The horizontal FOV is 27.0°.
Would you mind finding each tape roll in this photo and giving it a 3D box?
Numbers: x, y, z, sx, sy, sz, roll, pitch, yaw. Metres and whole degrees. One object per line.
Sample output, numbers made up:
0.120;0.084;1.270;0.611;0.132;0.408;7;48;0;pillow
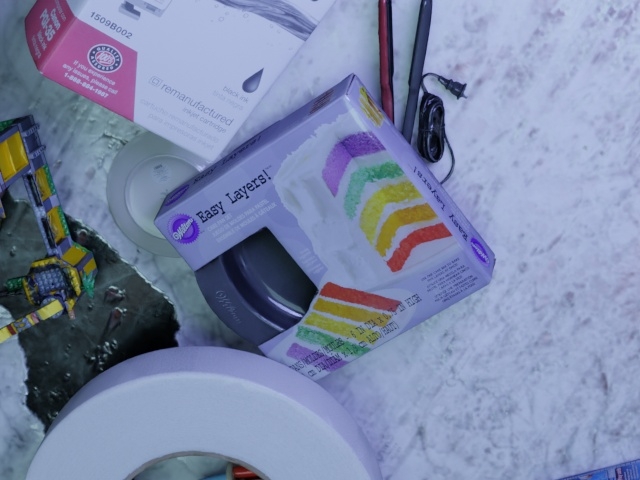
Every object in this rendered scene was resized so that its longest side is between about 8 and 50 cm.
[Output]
-0.123;0.299;1.416;0.392;0.072;0.392;1;111;4;tape roll

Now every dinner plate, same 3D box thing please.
-0.158;-0.047;1.402;0.141;0.017;0.141;2;107;7;dinner plate

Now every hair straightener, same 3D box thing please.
0.101;-0.135;1.319;0.089;0.047;0.230;2;109;7;hair straightener

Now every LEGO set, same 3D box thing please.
-0.405;0.010;1.359;0.331;0.192;0.255;-3;108;9;LEGO set

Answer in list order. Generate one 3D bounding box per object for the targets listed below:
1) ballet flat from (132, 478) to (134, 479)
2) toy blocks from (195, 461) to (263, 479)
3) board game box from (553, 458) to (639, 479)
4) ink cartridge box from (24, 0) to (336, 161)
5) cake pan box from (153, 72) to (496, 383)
-0.235;0.284;1.496;0.074;0.074;0.203;-16;108;12;ballet flat
-0.059;0.296;1.482;0.148;0.054;0.123;-11;106;11;toy blocks
0.328;0.318;1.434;0.194;0.060;0.194;-3;108;10;board game box
-0.110;-0.245;1.236;0.207;0.117;0.283;27;112;-31;ink cartridge box
0.000;0.000;1.345;0.267;0.070;0.246;-30;106;24;cake pan box
